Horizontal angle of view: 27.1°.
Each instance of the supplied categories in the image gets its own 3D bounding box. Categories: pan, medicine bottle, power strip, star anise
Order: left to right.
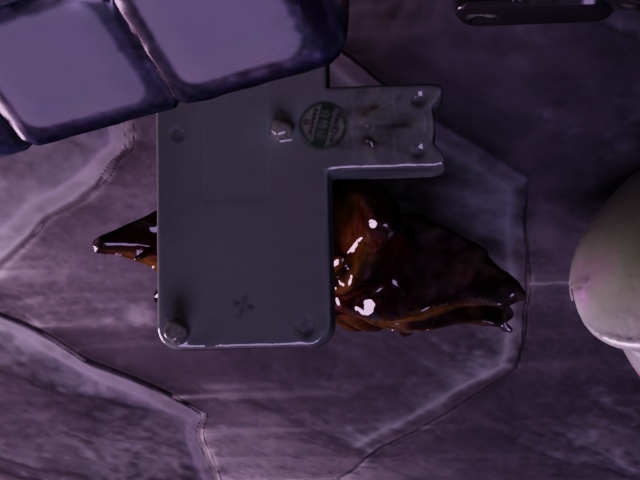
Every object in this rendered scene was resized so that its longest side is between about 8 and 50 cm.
[{"bbox_3d":[-0.010,-0.054,0.666,0.145,0.216,0.061,-2,176,3],"label":"power strip"},{"bbox_3d":[0.000,0.000,0.816,0.271,0.103,0.272,8,166,2],"label":"star anise"},{"bbox_3d":[0.184,-0.119,0.680,0.235,0.028,0.136,-3,167,21],"label":"pan"},{"bbox_3d":[0.242,0.034,0.785,0.147,0.147,0.143,-30,127,32],"label":"medicine bottle"}]

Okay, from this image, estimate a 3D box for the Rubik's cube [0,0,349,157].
[{"bbox_3d":[-0.165,-0.212,0.435,0.293,0.292,0.287,-14,136,16],"label":"Rubik's cube"}]
